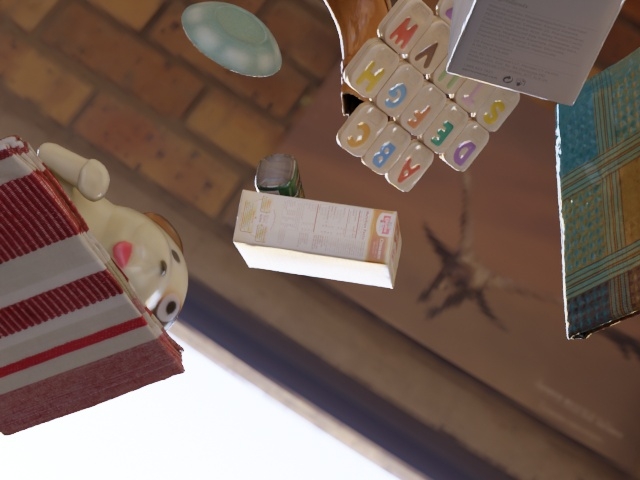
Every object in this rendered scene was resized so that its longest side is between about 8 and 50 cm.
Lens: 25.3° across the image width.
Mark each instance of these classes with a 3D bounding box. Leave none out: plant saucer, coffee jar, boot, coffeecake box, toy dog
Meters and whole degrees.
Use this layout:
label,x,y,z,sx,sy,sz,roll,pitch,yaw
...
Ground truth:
label,x,y,z,sx,sy,sz,roll,pitch,yaw
plant saucer,-0.146,-0.362,2.483,0.195,0.195,0.037,35,-57,0
coffee jar,-0.067,-0.067,2.682,0.079,0.096,0.184,-2,-43,11
boot,0.059,-0.333,2.537,0.109,0.220,0.283,-7,-47,32
coffeecake box,0.000,0.000,1.719,0.185,0.068,0.142,9,-13,7
toy dog,-0.389,0.034,2.000,0.407,0.285,0.395,16,-36,-6

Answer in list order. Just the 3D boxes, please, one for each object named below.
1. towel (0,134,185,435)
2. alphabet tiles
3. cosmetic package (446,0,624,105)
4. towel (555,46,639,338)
label,x,y,z,sx,sy,sz,roll,pitch,yaw
towel,-0.314,0.055,1.441,0.237,0.037,0.329,-21,-54,16
alphabet tiles,0.154,-0.203,1.883,0.284,0.278,0.021,33,8,-46
cosmetic package,0.225,-0.296,1.381,0.138,0.224,0.225,14,-43,-4
towel,0.416,-0.075,1.919,0.040,0.370,0.271,14,-26,-29
